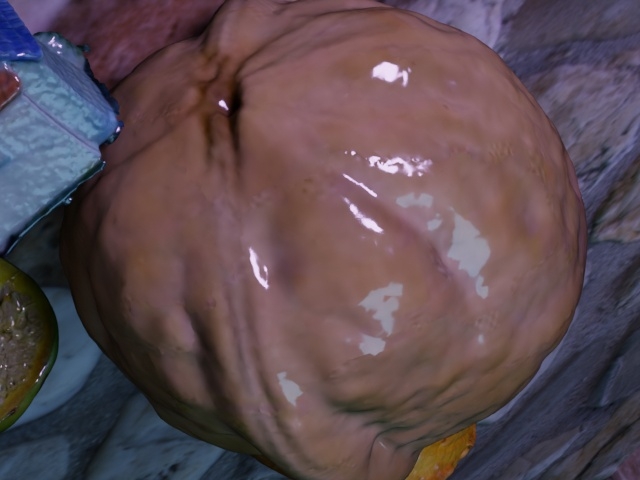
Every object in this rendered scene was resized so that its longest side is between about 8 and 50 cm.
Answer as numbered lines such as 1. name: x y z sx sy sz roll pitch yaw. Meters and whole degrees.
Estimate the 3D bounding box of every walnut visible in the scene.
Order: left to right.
1. walnut: 0.000 0.000 1.009 0.381 0.381 0.381 -28 150 -17

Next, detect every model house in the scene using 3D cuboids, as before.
1. model house: -0.217 -0.085 0.869 0.148 0.119 0.148 -38 142 3

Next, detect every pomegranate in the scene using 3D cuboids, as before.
1. pomegranate: -0.272 0.064 1.013 0.169 0.122 0.143 25 86 -22

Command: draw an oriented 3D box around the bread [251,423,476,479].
1. bread: 0.031 0.115 1.287 0.268 0.268 0.145 -10 128 -41
